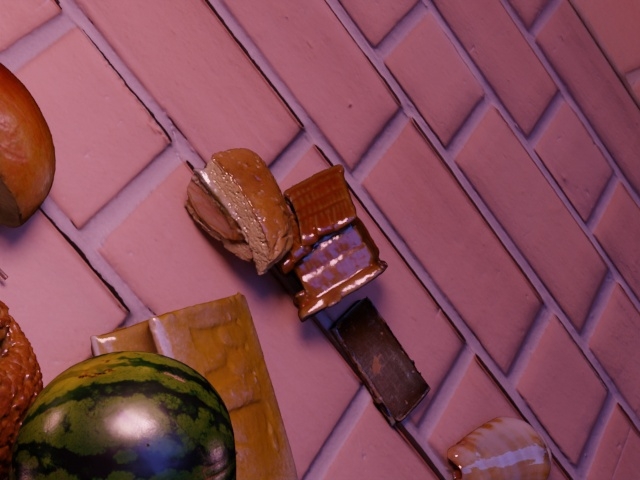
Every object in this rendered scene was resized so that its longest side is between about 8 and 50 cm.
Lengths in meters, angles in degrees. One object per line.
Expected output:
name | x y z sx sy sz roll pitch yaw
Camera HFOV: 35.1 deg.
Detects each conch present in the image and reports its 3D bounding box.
conch | 0.379 0.435 2.029 0.255 0.127 0.158 -6 79 -43

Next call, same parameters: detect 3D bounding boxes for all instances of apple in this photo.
apple | -0.511 -0.174 1.431 0.346 0.179 0.254 46 6 -26

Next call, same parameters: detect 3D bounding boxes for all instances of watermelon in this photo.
watermelon | -0.239 0.274 1.235 0.285 0.285 0.285 17 63 -37

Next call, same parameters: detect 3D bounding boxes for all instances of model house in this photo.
model house | 0.001 0.002 1.833 0.199 0.219 0.229 -27 87 -3

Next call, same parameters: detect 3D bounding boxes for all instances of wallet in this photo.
wallet | 0.112 0.230 1.933 0.122 0.031 0.232 -40 100 -39

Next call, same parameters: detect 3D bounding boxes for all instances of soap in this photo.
soap | -0.183 0.259 1.520 0.293 0.156 0.335 -1 74 -70

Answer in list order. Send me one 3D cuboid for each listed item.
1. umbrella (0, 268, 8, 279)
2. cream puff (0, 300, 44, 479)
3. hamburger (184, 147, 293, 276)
umbrella | -0.510 -0.006 1.458 0.165 0.027 0.025 52 3 -13
cream puff | -0.487 0.187 1.275 0.303 0.212 0.303 15 61 -30
hamburger | -0.110 -0.057 1.713 0.155 0.135 0.208 -20 56 -40
